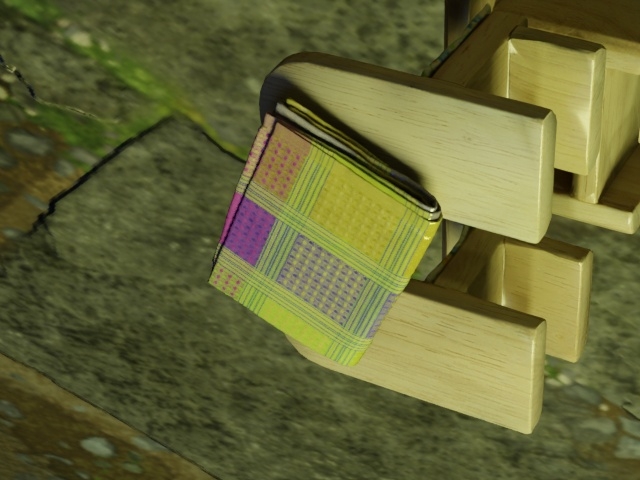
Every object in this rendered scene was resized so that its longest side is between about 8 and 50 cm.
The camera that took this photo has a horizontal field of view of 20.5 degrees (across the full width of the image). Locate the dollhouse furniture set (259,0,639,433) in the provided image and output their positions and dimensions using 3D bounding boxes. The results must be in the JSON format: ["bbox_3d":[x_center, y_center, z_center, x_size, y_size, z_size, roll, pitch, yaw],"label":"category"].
[{"bbox_3d":[0.040,-0.103,0.586,0.161,0.212,0.242,16,131,23],"label":"dollhouse furniture set"}]

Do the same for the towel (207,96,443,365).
[{"bbox_3d":[0.000,0.000,0.532,0.060,0.009,0.083,32,137,7],"label":"towel"}]
